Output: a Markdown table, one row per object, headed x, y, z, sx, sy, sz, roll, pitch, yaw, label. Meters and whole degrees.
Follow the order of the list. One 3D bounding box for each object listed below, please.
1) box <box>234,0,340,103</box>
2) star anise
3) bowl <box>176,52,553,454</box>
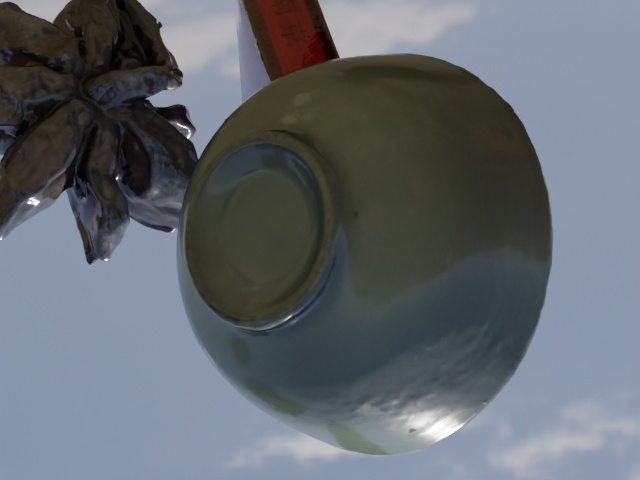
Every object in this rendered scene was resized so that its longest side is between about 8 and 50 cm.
| x | y | z | sx | sy | sz | roll | pitch | yaw | label |
| --- | --- | --- | --- | --- | --- | --- | --- | --- | --- |
| -0.024 | -0.119 | 1.702 | 0.074 | 0.240 | 0.153 | -17 | -123 | -10 | box |
| -0.222 | -0.128 | 1.649 | 0.359 | 0.139 | 0.316 | 35 | -133 | -4 | star anise |
| 0.000 | 0.000 | 1.305 | 0.289 | 0.289 | 0.146 | 8 | 178 | 40 | bowl |
